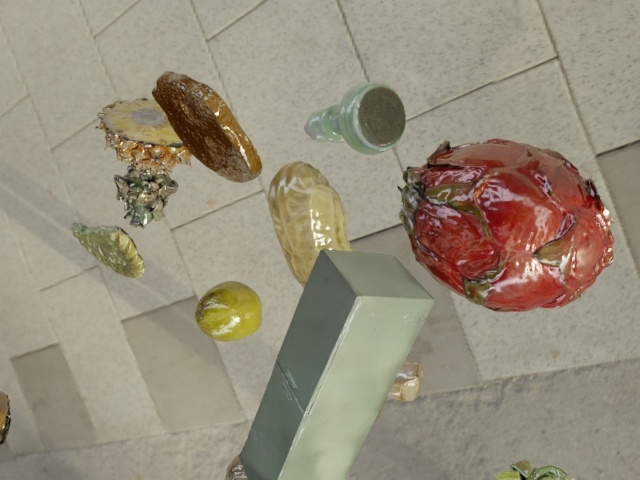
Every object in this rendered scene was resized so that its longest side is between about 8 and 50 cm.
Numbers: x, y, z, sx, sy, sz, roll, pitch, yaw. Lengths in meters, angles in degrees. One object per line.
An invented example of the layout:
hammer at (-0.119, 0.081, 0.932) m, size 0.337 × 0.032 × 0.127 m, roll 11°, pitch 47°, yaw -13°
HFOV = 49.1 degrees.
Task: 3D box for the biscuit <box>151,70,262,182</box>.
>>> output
biscuit at (-0.218, -0.217, 1.362) m, size 0.273 × 0.049 × 0.257 m, roll 21°, pitch 150°, yaw 49°

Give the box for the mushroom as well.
mushroom at (0.090, 0.242, 1.266) m, size 0.204 × 0.204 × 0.204 m, roll 12°, pitch 112°, yaw 33°

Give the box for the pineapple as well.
pineapple at (-0.397, -0.160, 1.646) m, size 0.263 × 0.262 × 0.271 m, roll 30°, pitch 126°, yaw 25°

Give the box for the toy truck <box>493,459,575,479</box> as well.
toy truck at (0.479, 0.551, 1.563) m, size 0.191 × 0.085 × 0.116 m, roll -4°, pitch 65°, yaw 12°

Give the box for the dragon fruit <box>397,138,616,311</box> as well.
dragon fruit at (0.292, -0.024, 1.103) m, size 0.343 × 0.277 × 0.277 m, roll 5°, pitch 114°, yaw -8°

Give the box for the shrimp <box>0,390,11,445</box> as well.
shrimp at (-0.633, 0.347, 1.299) m, size 0.066 × 0.262 × 0.117 m, roll -13°, pitch 91°, yaw 4°

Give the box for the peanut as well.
peanut at (0.000, 0.000, 1.361) m, size 0.140 × 0.153 × 0.325 m, roll -12°, pitch 114°, yaw 39°

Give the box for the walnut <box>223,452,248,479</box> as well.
walnut at (-0.174, 0.601, 1.761) m, size 0.140 × 0.140 × 0.162 m, roll 48°, pitch 166°, yaw 14°

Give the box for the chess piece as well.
chess piece at (0.044, -0.239, 1.434) m, size 0.272 × 0.139 × 0.139 m, roll 6°, pitch 110°, yaw 59°

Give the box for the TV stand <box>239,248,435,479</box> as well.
TV stand at (0.006, 0.143, 0.689) m, size 0.082 × 0.088 × 0.269 m, roll 51°, pitch 126°, yaw 49°

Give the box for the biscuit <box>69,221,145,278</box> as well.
biscuit at (-0.533, 0.031, 1.801) m, size 0.274 × 0.036 × 0.187 m, roll 1°, pitch 135°, yaw 49°

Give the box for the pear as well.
pear at (-0.222, 0.170, 1.694) m, size 0.149 × 0.162 × 0.148 m, roll -6°, pitch 83°, yaw 54°
